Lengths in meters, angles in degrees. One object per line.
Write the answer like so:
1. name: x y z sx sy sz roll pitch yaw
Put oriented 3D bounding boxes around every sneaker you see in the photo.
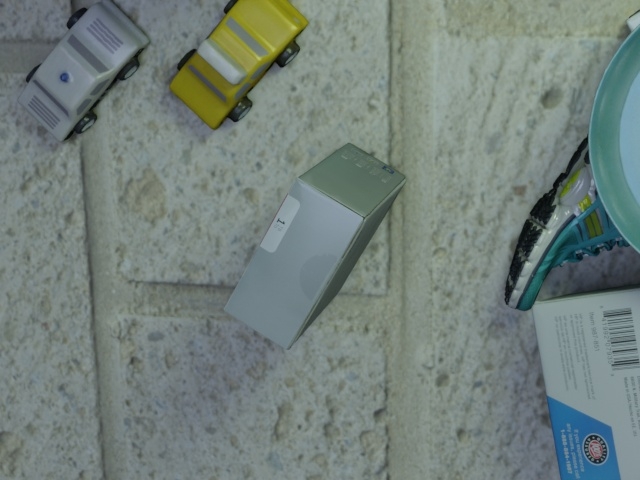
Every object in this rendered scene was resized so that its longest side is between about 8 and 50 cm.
1. sneaker: 0.307 -0.020 1.418 0.110 0.107 0.275 34 110 -5

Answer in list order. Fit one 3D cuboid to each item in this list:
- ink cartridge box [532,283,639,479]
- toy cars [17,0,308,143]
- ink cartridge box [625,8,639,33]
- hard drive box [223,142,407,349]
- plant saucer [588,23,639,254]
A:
1. ink cartridge box: 0.414 0.152 1.366 0.307 0.129 0.223 -10 88 29
2. toy cars: -0.208 -0.212 1.512 0.393 0.087 0.177 -4 102 16
3. ink cartridge box: 0.524 -0.198 1.294 0.309 0.130 0.272 -29 93 20
4. hard drive box: 0.000 0.000 1.433 0.089 0.232 0.181 32 109 5
5. plant saucer: 0.432 -0.103 1.240 0.317 0.043 0.318 3 99 19
